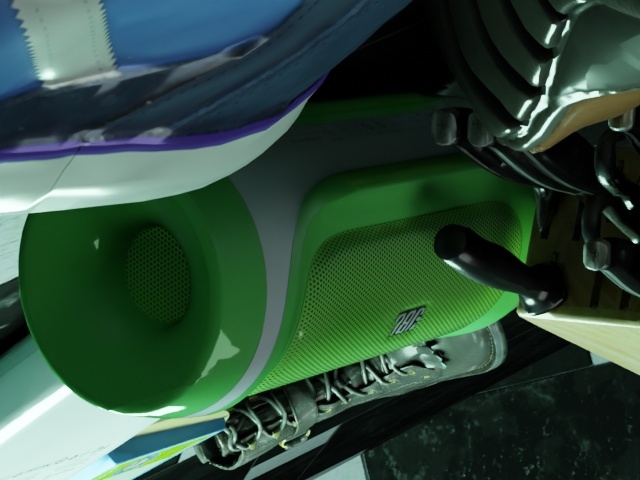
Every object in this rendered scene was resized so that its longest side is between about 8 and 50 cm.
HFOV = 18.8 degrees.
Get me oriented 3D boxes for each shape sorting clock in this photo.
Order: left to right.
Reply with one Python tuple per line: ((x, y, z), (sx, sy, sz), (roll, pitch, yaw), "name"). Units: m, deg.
((-0.167, 0.165, 1.473), (0.206, 0.040, 0.206), (-24, 171, -4), "shape sorting clock")

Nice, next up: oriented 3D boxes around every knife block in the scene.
((0.148, 0.007, 0.944), (0.242, 0.088, 0.276), (14, 170, -7), "knife block")

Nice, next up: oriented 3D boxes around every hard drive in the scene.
((-0.150, 0.096, 1.185), (0.353, 0.047, 0.233), (-34, 168, 32), "hard drive")

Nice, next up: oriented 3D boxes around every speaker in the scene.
((0.000, 0.000, 0.897), (0.131, 0.131, 0.296), (-35, 167, 33), "speaker")

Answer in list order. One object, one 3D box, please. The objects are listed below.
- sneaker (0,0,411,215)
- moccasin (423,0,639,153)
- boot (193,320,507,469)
((-0.076, -0.095, 0.323), (0.323, 0.130, 0.236), (-12, 152, -41), "sneaker")
((0.141, -0.121, 0.644), (0.147, 0.139, 0.380), (-27, 170, -10), "moccasin")
((0.016, 0.119, 1.581), (0.229, 0.091, 0.263), (-24, 171, -23), "boot")
